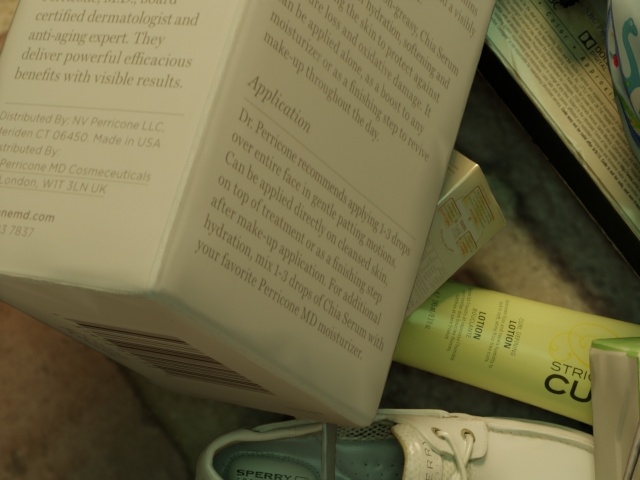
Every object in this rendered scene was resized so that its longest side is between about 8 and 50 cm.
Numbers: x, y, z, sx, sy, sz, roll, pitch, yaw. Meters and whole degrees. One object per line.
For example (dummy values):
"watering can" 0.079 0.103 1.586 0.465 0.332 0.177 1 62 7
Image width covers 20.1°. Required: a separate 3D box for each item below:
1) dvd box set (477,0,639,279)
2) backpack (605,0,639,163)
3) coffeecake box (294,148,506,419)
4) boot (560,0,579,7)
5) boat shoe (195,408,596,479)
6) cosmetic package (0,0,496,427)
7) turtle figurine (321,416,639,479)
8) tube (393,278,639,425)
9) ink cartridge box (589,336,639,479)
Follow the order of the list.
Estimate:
"dvd box set" 0.311 -0.189 1.211 0.420 0.062 0.308 -39 91 -9
"backpack" 0.343 -0.131 1.062 0.355 0.273 0.290 -13 96 -38
"coffeecake box" 0.000 0.000 1.156 0.185 0.068 0.142 -42 49 -10
"boot" 0.171 -0.214 1.145 0.121 0.045 0.099 -30 83 -10
"boat shoe" 0.058 0.154 1.133 0.277 0.096 0.098 -1 73 -1
"cosmetic package" -0.025 -0.148 1.025 0.161 0.230 0.453 7 72 34
"turtle figurine" 0.066 0.214 0.981 0.197 0.275 0.266 10 41 12
"tube" 0.166 0.079 1.175 0.240 0.062 0.070 17 115 -1
"ink cartridge box" 0.352 0.154 1.092 0.353 0.119 0.207 -3 89 -6
